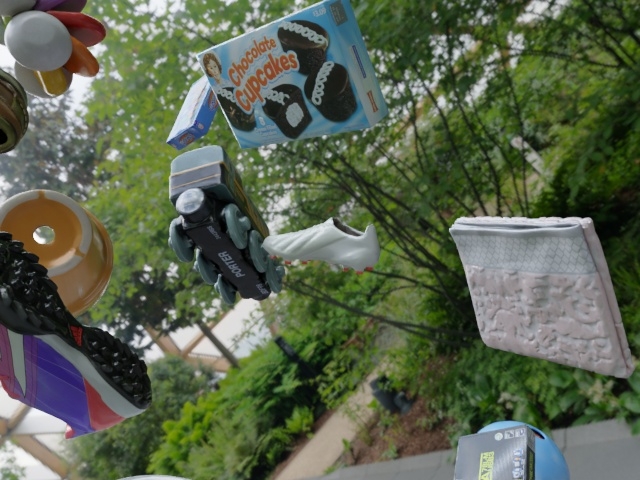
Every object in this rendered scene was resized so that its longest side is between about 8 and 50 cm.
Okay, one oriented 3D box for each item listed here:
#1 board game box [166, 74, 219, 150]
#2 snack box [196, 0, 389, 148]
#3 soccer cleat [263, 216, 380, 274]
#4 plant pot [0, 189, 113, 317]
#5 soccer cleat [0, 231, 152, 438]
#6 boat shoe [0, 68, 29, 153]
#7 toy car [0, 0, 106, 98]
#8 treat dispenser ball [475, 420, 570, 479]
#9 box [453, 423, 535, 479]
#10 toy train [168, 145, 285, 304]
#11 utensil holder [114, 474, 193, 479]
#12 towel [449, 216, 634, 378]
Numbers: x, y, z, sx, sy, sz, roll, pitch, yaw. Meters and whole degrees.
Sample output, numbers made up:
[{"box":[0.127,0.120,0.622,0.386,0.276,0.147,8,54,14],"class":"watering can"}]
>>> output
[{"box":[-0.332,-0.363,1.496,0.160,0.047,0.210,-12,54,49],"class":"board game box"},{"box":[-0.057,-0.259,0.892,0.322,0.187,0.060,1,34,46],"class":"snack box"},{"box":[0.000,0.000,0.828,0.068,0.196,0.076,-19,-67,-58],"class":"soccer cleat"},{"box":[-0.417,0.015,0.824,0.205,0.205,0.188,-42,5,-28],"class":"plant pot"},{"box":[-0.308,0.103,0.561,0.116,0.318,0.108,-30,37,1],"class":"soccer cleat"},{"box":[-0.425,-0.164,0.485,0.110,0.307,0.104,-61,35,20],"class":"boat shoe"},{"box":[-0.368,-0.292,0.734,0.136,0.182,0.159,-34,9,-23],"class":"toy car"},{"box":[0.546,0.658,1.537,0.288,0.288,0.288,-44,-3,-3],"class":"treat dispenser ball"},{"box":[0.385,0.516,1.218,0.184,0.045,0.190,-26,26,37],"class":"box"},{"box":[-0.164,-0.017,0.995,0.142,0.190,0.334,-15,-33,9],"class":"toy train"},{"box":[-0.183,0.501,0.606,0.327,0.328,0.385,-42,-31,-35],"class":"utensil holder"},{"box":[0.418,0.103,1.082,0.053,0.316,0.332,-28,15,-26],"class":"towel"}]
